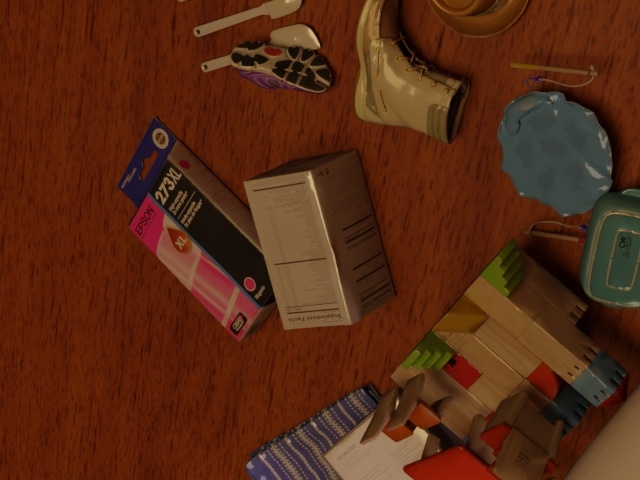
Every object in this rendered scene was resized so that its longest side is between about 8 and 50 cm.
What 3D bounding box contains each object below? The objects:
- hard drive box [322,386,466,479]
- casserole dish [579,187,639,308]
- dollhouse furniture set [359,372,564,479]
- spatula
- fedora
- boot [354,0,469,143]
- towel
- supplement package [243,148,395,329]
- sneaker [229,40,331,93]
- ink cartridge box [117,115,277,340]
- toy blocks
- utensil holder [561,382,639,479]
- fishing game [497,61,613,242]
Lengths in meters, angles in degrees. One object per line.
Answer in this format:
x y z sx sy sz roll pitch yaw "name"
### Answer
0.149 0.362 2.155 0.232 0.089 0.181 49 118 5 "hard drive box"
0.414 0.019 1.863 0.114 0.037 0.188 12 120 11 "casserole dish"
0.214 0.315 1.933 0.262 0.135 0.259 39 144 -11 "dollhouse furniture set"
-0.117 -0.354 2.141 0.242 0.019 0.168 -9 108 39 "spatula"
0.195 -0.368 1.868 0.194 0.079 0.194 13 114 32 "fedora"
0.133 -0.251 1.960 0.165 0.077 0.213 20 124 29 "boot"
0.034 0.406 2.313 0.336 0.040 0.243 -37 85 39 "towel"
0.000 0.000 2.116 0.139 0.134 0.244 -6 103 37 "supplement package"
-0.057 -0.260 2.113 0.170 0.068 0.071 20 156 23 "sneaker"
-0.206 -0.020 2.307 0.371 0.069 0.176 46 128 15 "ink cartridge box"
0.281 0.186 1.977 0.261 0.191 0.381 41 138 5 "toy blocks"
0.508 0.316 1.758 0.327 0.327 0.385 41 129 16 "utensil holder"
0.326 -0.121 1.898 0.189 0.041 0.264 8 118 42 "fishing game"
